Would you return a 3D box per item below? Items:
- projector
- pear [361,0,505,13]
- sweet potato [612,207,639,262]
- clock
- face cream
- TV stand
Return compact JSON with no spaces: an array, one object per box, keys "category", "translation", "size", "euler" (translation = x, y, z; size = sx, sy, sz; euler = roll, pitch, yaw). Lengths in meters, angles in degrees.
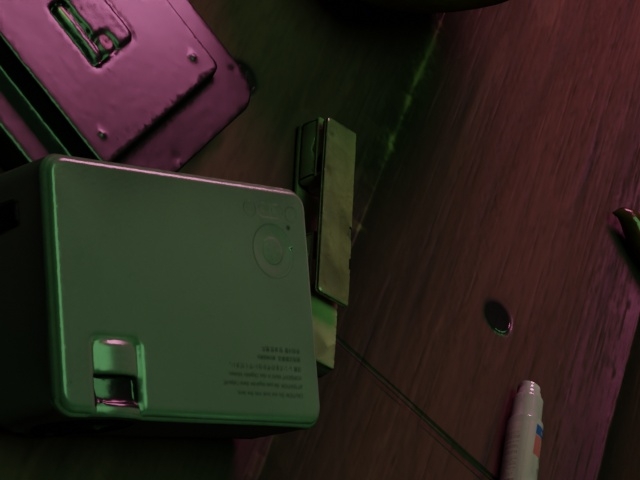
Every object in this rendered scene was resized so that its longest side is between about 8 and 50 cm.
[{"category":"projector","translation":[-0.125,0.051,1.469],"size":[0.256,0.099,0.192],"euler":[7,72,-45]},{"category":"pear","translation":[0.121,-0.340,1.882],"size":[0.321,0.269,0.269],"euler":[-29,88,-32]},{"category":"sweet potato","translation":[0.390,0.058,2.048],"size":[0.069,0.059,0.249],"euler":[-35,92,-13]},{"category":"clock","translation":[-0.196,-0.165,1.591],"size":[0.279,0.049,0.273],"euler":[51,40,-9]},{"category":"face cream","translation":[0.179,0.179,1.771],"size":[0.034,0.034,0.130],"euler":[36,44,-25]},{"category":"TV stand","translation":[0.000,0.000,1.694],"size":[0.036,0.042,0.249],"euler":[32,46,-34]}]
